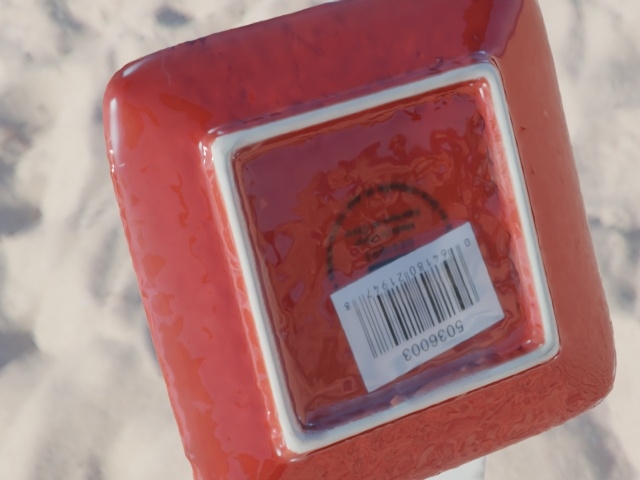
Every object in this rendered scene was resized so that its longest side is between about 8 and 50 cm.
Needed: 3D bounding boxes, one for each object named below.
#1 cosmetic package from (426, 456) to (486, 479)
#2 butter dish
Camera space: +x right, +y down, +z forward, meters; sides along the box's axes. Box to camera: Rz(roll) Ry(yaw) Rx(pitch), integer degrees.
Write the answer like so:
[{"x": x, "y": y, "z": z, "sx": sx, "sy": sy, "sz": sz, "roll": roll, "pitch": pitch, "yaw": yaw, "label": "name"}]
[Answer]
[{"x": 0.026, "y": 0.033, "z": 0.990, "sx": 0.117, "sy": 0.085, "sz": 0.231, "roll": -1, "pitch": 53, "yaw": -1, "label": "cosmetic package"}, {"x": 0.000, "y": 0.000, "z": 0.628, "sx": 0.160, "sy": 0.159, "sz": 0.118, "roll": -18, "pitch": 11, "yaw": -23, "label": "butter dish"}]
